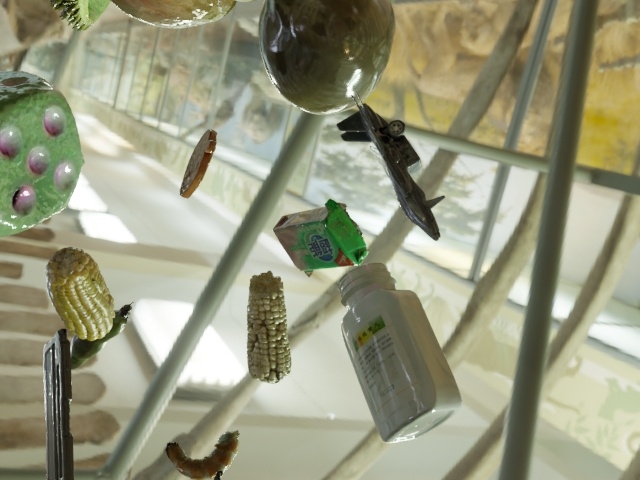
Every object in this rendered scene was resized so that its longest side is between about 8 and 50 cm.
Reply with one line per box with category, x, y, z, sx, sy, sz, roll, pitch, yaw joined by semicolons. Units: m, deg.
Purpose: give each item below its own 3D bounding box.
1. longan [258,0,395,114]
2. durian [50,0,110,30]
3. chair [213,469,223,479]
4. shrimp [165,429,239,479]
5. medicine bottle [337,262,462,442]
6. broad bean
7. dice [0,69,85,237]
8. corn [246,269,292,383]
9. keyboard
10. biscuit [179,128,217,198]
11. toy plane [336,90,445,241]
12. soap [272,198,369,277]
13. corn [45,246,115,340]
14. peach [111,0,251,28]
longan;0.015;-0.469;1.721;0.361;0.360;0.361;14;-172;-2
durian;-0.487;-0.584;1.571;0.163;0.198;0.394;39;-143;-14
chair;-0.078;0.507;1.237;0.142;0.154;0.260;-20;-133;-7
shrimp;-0.292;0.514;1.838;0.166;0.049;0.161;19;-131;21
medicine bottle;0.134;0.202;1.410;0.124;0.179;0.324;2;-127;-37
broad bean;-0.576;0.245;1.895;0.077;0.339;0.061;26;-138;-33
dice;-0.772;-0.207;1.725;0.323;0.318;0.330;10;-149;20
corn;-0.099;0.167;1.404;0.087;0.210;0.087;-2;-170;0
keyboard;-0.370;0.260;1.050;0.016;0.262;0.106;5;154;-33
biscuit;-0.138;-0.091;0.860;0.015;0.091;0.078;26;144;-22
toy plane;0.135;-0.117;1.221;0.267;0.088;0.212;53;179;21
soap;0.001;-0.002;2.050;0.273;0.098;0.217;-7;124;53
corn;-0.395;0.089;1.231;0.101;0.101;0.291;14;153;-3
peach;-0.175;-0.408;0.958;0.247;0.292;0.292;58;169;-23
